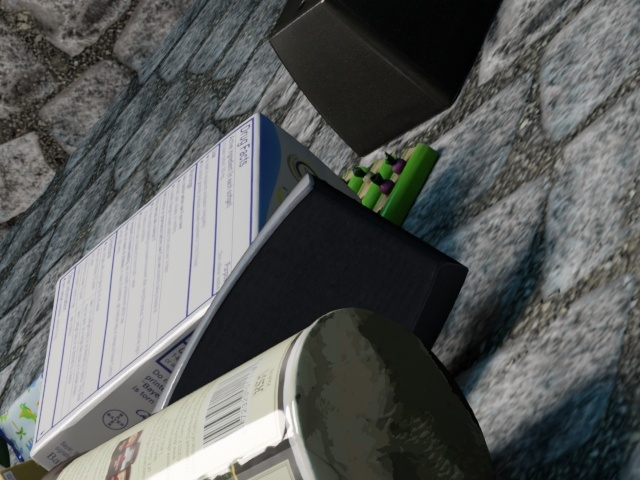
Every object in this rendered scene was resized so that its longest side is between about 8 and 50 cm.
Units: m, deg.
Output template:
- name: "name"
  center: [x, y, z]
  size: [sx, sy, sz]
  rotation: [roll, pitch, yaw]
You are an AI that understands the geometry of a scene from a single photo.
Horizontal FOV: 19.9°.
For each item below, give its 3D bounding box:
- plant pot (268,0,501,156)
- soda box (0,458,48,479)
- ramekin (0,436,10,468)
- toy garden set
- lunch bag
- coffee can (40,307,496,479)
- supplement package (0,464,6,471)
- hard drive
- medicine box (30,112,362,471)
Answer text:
- name: "plant pot"
  center: [0.060, -0.230, 1.934]
  size: [0.188, 0.167, 0.187]
  rotation: [-26, 33, 56]
- name: "soda box"
  center: [-0.258, 0.302, 1.745]
  size: [0.058, 0.181, 0.061]
  rotation: [-16, -22, -51]
- name: "ramekin"
  center: [-0.520, 0.300, 2.140]
  size: [0.303, 0.303, 0.148]
  rotation: [-50, 19, 14]
- name: "toy garden set"
  center: [0.000, 0.000, 1.850]
  size: [0.203, 0.049, 0.244]
  rotation: [-61, 18, -20]
- name: "lunch bag"
  center: [-0.291, 0.198, 2.184]
  size: [0.129, 0.096, 0.151]
  rotation: [-42, -8, 35]
- name: "coffee can"
  center: [-0.044, 0.193, 1.269]
  size: [0.275, 0.201, 0.201]
  rotation: [-31, 27, 33]
- name: "supplement package"
  center: [-0.342, 0.324, 1.883]
  size: [0.149, 0.203, 0.194]
  rotation: [-61, 17, -19]
- name: "hard drive"
  center: [-0.015, 0.088, 1.432]
  size: [0.254, 0.172, 0.054]
  rotation: [-58, -11, -3]
- name: "medicine box"
  center: [-0.106, 0.074, 1.658]
  size: [0.289, 0.149, 0.263]
  rotation: [-38, 28, 22]
